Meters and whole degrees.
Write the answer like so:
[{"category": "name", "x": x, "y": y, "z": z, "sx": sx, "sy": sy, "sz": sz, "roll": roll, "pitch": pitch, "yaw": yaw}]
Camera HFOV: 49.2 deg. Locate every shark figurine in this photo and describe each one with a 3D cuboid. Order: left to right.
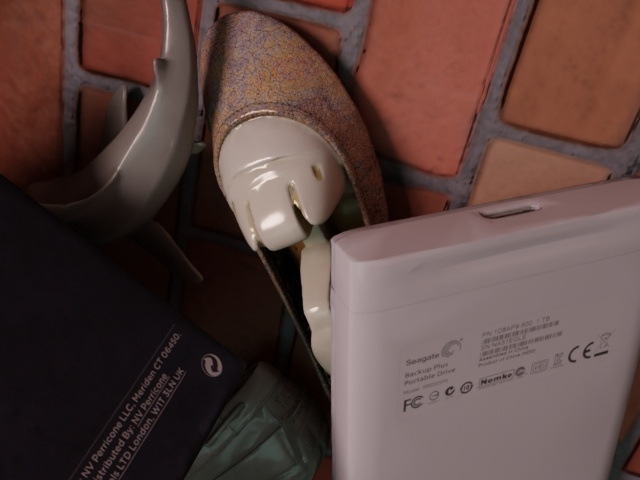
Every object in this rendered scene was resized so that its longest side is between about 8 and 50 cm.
[{"category": "shark figurine", "x": -0.136, "y": -0.062, "z": 0.449, "sx": 0.166, "sy": 0.116, "sz": 0.278, "roll": 44, "pitch": 126, "yaw": 14}]

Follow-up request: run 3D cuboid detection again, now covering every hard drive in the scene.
[{"category": "hard drive", "x": 0.121, "y": 0.138, "z": 0.509, "sx": 0.233, "sy": 0.047, "sz": 0.353, "roll": -11, "pitch": 120, "yaw": -18}]

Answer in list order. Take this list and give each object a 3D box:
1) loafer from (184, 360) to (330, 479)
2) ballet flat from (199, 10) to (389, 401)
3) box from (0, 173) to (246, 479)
[{"category": "loafer", "x": -0.142, "y": 0.203, "z": 0.629, "sx": 0.319, "sy": 0.112, "sz": 0.111, "roll": -31, "pitch": 104, "yaw": 17}, {"category": "ballet flat", "x": 0.000, "y": 0.000, "z": 0.482, "sx": 0.107, "sy": 0.106, "sz": 0.316, "roll": -18, "pitch": 113, "yaw": 21}, {"category": "box", "x": -0.259, "y": 0.094, "z": 0.447, "sx": 0.294, "sy": 0.183, "sz": 0.296, "roll": 40, "pitch": 138, "yaw": -14}]
